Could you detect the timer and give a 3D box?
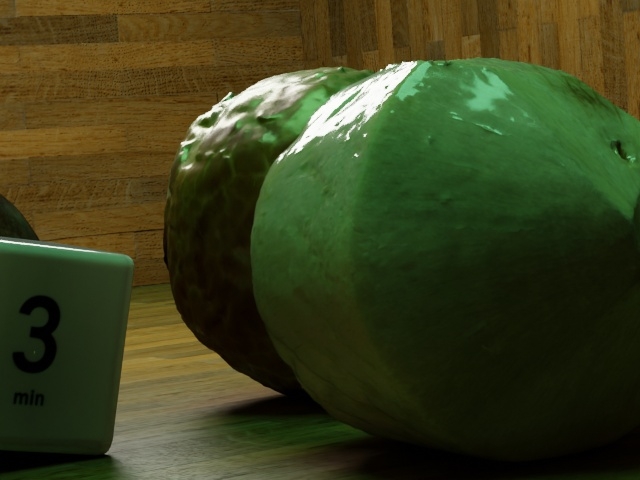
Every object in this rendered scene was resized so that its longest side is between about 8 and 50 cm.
[{"bbox_3d":[-0.310,0.094,1.777,0.192,0.195,0.194,7,-1,-30],"label":"timer"}]

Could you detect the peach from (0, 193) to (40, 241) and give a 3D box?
[{"bbox_3d":[-0.405,0.045,1.971,0.252,0.252,0.252,-4,3,0],"label":"peach"}]

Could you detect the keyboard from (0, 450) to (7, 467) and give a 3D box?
[{"bbox_3d":[-0.344,0.204,1.799,0.060,0.018,0.195,-8,3,-16],"label":"keyboard"}]

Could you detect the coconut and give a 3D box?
[{"bbox_3d":[0.152,0.013,1.600,0.415,0.344,0.415,-5,-1,0],"label":"coconut"}]

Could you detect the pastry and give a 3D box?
[{"bbox_3d":[0.000,0.000,2.021,0.389,0.388,0.312,-3,20,21],"label":"pastry"}]
